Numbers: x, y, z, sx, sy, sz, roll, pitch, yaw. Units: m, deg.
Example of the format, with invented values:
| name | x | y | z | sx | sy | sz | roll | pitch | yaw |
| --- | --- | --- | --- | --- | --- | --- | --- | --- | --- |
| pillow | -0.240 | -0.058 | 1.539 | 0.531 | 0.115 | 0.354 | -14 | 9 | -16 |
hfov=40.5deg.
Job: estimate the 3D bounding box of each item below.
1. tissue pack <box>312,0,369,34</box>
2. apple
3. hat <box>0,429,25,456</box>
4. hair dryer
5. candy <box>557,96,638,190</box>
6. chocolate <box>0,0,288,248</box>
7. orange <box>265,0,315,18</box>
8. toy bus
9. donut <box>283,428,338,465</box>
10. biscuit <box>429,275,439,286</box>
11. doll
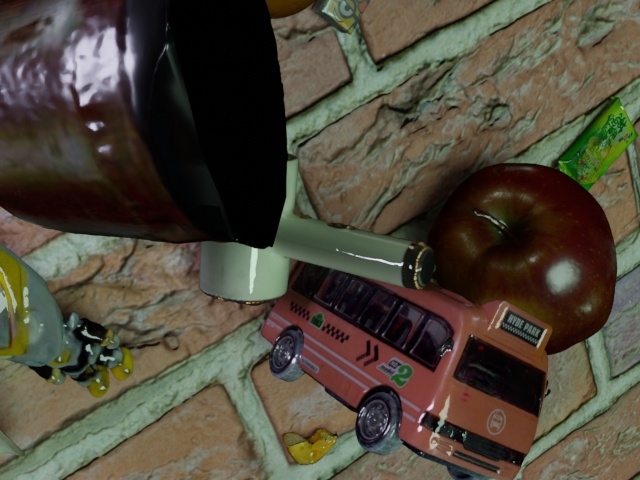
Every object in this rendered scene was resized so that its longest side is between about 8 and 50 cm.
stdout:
| name | x | y | z | sx | sy | sz | roll | pitch | yaw |
| --- | --- | --- | --- | --- | --- | --- | --- | --- | --- |
| tissue pack | 0.036 | -0.343 | 1.226 | 0.063 | 0.035 | 0.083 | 31 | 87 | -32 |
| apple | 0.324 | 0.035 | 1.358 | 0.288 | 0.288 | 0.317 | -48 | 137 | -8 |
| hat | -0.496 | 0.197 | 1.057 | 0.258 | 0.168 | 0.301 | -21 | 142 | 6 |
| hair dryer | 0.000 | 0.000 | 1.139 | 0.128 | 0.362 | 0.203 | -16 | 115 | -57 |
| candy | 0.490 | -0.159 | 1.530 | 0.178 | 0.032 | 0.102 | -47 | 121 | -8 |
| chocolate | -0.233 | -0.163 | 0.937 | 0.331 | 0.384 | 0.384 | -6 | 112 | 11 |
| orange | -0.061 | -0.379 | 1.075 | 0.206 | 0.206 | 0.206 | -9 | 109 | -26 |
| toy bus | 0.110 | 0.153 | 1.193 | 0.203 | 0.427 | 0.233 | 27 | 88 | -33 |
| donut | -0.018 | 0.324 | 1.403 | 0.083 | 0.038 | 0.067 | -40 | 117 | -18 |
| biscuit | 0.177 | 0.128 | 1.457 | 0.152 | 0.020 | 0.152 | -8 | 109 | -25 |
| doll | -0.383 | 0.108 | 1.104 | 0.316 | 0.145 | 0.103 | 39 | 48 | -38 |
